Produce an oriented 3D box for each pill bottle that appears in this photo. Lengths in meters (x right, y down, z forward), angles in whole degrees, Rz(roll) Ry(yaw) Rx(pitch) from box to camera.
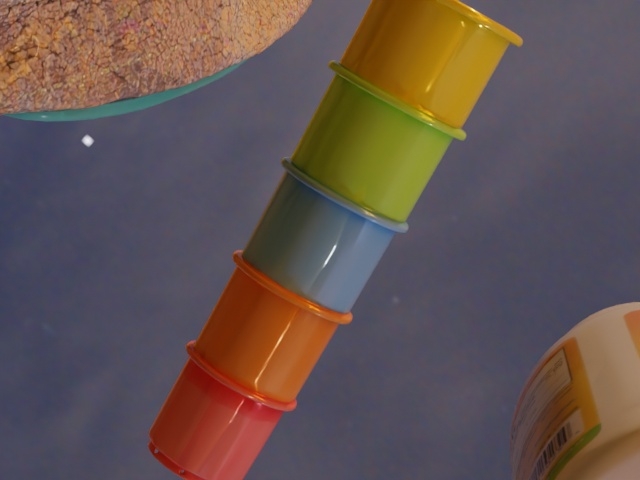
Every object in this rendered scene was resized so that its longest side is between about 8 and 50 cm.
[{"bbox_3d":[0.152,0.104,0.773,0.136,0.136,0.245,-39,-173,11],"label":"pill bottle"}]

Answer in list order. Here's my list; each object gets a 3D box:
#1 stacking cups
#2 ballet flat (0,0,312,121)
[{"bbox_3d":[0.000,0.000,1.022,0.316,0.096,0.096,-61,-145,5],"label":"stacking cups"},{"bbox_3d":[-0.103,-0.078,0.441,0.107,0.106,0.316,33,-143,26],"label":"ballet flat"}]
